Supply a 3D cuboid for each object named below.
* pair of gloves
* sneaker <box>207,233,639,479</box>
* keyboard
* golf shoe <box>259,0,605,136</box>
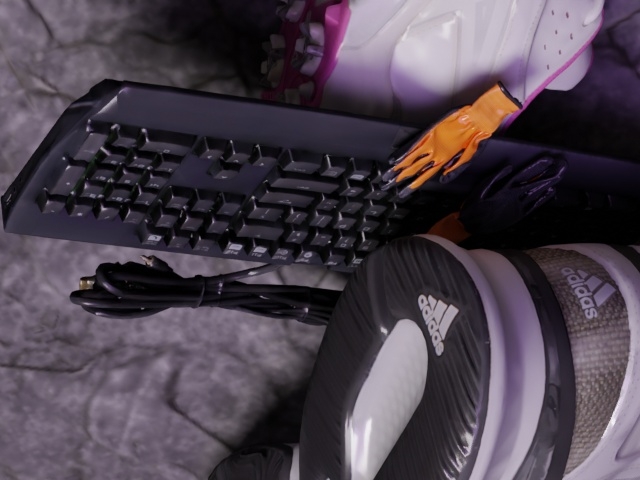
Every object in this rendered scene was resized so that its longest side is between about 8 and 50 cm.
[{"bbox_3d":[0.070,-0.030,0.891,0.074,0.010,0.083,-34,135,10],"label":"pair of gloves"},{"bbox_3d":[0.098,0.147,1.032,0.258,0.169,0.447,-4,150,-25],"label":"sneaker"},{"bbox_3d":[0.000,0.000,0.948,0.317,0.033,0.201,7,150,-27],"label":"keyboard"},{"bbox_3d":[0.078,-0.145,0.883,0.140,0.115,0.306,14,132,-16],"label":"golf shoe"}]
